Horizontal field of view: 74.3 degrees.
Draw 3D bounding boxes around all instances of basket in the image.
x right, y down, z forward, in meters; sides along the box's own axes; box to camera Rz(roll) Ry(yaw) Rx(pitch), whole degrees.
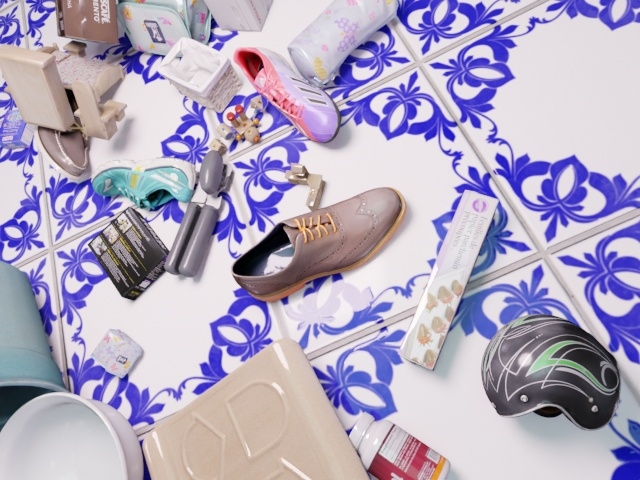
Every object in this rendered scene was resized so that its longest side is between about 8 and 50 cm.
[{"bbox_3d":[-0.293,-0.404,1.042,0.167,0.103,0.113,31,82,23],"label":"basket"}]

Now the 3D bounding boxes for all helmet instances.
[{"bbox_3d":[0.328,0.194,0.630,0.161,0.169,0.169,22,78,5],"label":"helmet"}]

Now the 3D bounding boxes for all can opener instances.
[{"bbox_3d":[-0.272,-0.065,0.920,0.075,0.095,0.284,7,67,18],"label":"can opener"}]

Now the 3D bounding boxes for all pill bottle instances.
[{"bbox_3d":[0.120,0.347,0.675,0.152,0.086,0.086,27,80,23],"label":"pill bottle"}]

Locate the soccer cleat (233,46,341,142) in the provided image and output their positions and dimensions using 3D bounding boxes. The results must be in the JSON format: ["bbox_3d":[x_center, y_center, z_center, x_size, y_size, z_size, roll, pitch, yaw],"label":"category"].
[{"bbox_3d":[-0.078,-0.324,0.931,0.318,0.116,0.109,52,123,26],"label":"soccer cleat"}]

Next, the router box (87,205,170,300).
[{"bbox_3d":[-0.431,0.027,0.961,0.133,0.046,0.179,-44,66,-3],"label":"router box"}]

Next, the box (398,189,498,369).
[{"bbox_3d":[0.230,0.069,0.753,0.063,0.067,0.324,21,79,21],"label":"box"}]

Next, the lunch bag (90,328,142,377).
[{"bbox_3d":[-0.423,0.235,0.884,0.083,0.053,0.071,33,84,14],"label":"lunch bag"}]

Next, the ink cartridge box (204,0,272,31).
[{"bbox_3d":[-0.205,-0.657,1.092,0.127,0.128,0.176,11,74,19],"label":"ink cartridge box"}]

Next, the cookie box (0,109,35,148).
[{"bbox_3d":[-0.862,-0.318,1.204,0.091,0.040,0.107,1,71,16],"label":"cookie box"}]

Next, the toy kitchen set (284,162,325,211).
[{"bbox_3d":[-0.044,-0.113,0.890,0.083,0.068,0.075,10,74,19],"label":"toy kitchen set"}]

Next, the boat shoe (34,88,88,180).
[{"bbox_3d":[-0.667,-0.292,1.104,0.096,0.116,0.324,-35,60,5],"label":"boat shoe"}]

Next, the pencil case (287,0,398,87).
[{"bbox_3d":[0.051,-0.481,0.968,0.124,0.113,0.273,42,86,18],"label":"pencil case"}]

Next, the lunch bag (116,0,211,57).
[{"bbox_3d":[-0.404,-0.619,1.098,0.223,0.160,0.262,13,112,16],"label":"lunch bag"}]

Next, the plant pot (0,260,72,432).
[{"bbox_3d":[-0.700,0.232,0.828,0.341,0.341,0.334,-35,59,2],"label":"plant pot"}]

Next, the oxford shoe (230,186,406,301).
[{"bbox_3d":[0.000,0.000,0.803,0.363,0.133,0.130,-32,66,3],"label":"oxford shoe"}]

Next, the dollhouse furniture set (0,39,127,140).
[{"bbox_3d":[-0.600,-0.450,1.061,0.303,0.174,0.356,13,49,1],"label":"dollhouse furniture set"}]

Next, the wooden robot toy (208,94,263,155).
[{"bbox_3d":[-0.179,-0.256,0.980,0.173,0.076,0.079,-43,77,-2],"label":"wooden robot toy"}]

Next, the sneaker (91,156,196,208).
[{"bbox_3d":[-0.418,-0.127,0.980,0.275,0.107,0.110,-3,79,19],"label":"sneaker"}]

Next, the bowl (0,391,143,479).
[{"bbox_3d":[-0.430,0.420,0.764,0.297,0.134,0.298,-3,81,16],"label":"bowl"}]

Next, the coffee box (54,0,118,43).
[{"bbox_3d":[-0.616,-0.610,1.099,0.297,0.118,0.168,36,124,49],"label":"coffee box"}]

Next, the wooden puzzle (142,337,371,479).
[{"bbox_3d":[-0.107,0.390,0.713,0.347,0.080,0.322,-36,65,8],"label":"wooden puzzle"}]
